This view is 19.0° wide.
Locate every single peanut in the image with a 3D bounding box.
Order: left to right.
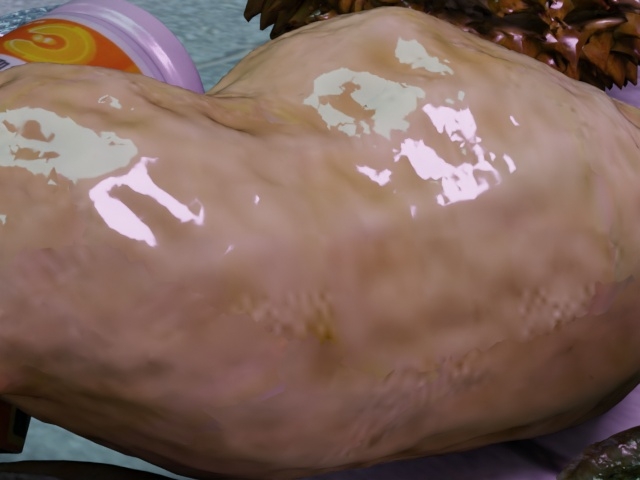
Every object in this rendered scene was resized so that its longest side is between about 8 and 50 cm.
[{"bbox_3d":[0.000,0.000,0.786,0.387,0.192,0.169,-4,0,-34],"label":"peanut"}]

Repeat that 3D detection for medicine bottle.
[{"bbox_3d":[-0.180,-0.038,1.062,0.133,0.133,0.249,7,28,31],"label":"medicine bottle"}]

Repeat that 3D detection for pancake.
[{"bbox_3d":[0.150,0.101,0.789,0.108,0.017,0.108,-5,28,3],"label":"pancake"}]

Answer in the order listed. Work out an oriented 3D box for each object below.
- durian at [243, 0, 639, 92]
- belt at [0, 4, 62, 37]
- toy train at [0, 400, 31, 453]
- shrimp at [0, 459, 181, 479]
[{"bbox_3d":[0.103,-0.222,1.133,0.347,0.348,0.384,10,31,34],"label":"durian"},{"bbox_3d":[-0.180,-0.107,1.279,0.163,0.082,0.148,2,30,24],"label":"belt"},{"bbox_3d":[-0.199,0.055,0.848,0.099,0.072,0.188,12,-12,-35],"label":"toy train"},{"bbox_3d":[-0.128,0.108,0.737,0.253,0.058,0.173,2,-11,20],"label":"shrimp"}]
